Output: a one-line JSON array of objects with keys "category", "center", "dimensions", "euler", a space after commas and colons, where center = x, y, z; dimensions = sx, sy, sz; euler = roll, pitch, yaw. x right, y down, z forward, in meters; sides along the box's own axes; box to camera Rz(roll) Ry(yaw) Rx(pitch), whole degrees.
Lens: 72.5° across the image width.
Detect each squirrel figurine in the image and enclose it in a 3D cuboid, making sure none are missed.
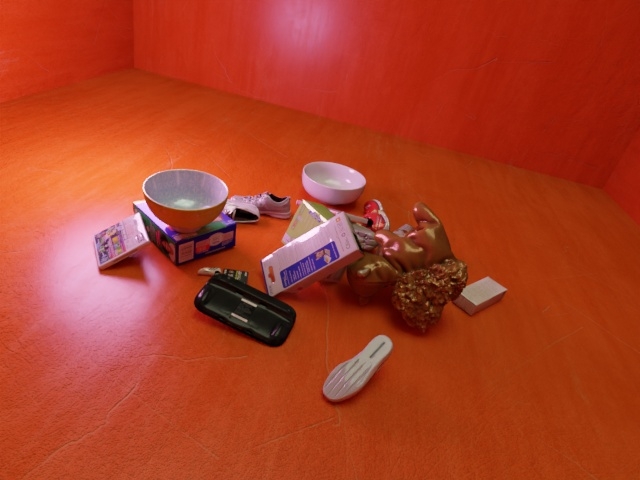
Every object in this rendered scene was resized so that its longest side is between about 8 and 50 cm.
[{"category": "squirrel figurine", "center": [0.299, 0.119, 1.568], "dimensions": [0.371, 0.281, 0.397], "euler": [-21, 51, -17]}]

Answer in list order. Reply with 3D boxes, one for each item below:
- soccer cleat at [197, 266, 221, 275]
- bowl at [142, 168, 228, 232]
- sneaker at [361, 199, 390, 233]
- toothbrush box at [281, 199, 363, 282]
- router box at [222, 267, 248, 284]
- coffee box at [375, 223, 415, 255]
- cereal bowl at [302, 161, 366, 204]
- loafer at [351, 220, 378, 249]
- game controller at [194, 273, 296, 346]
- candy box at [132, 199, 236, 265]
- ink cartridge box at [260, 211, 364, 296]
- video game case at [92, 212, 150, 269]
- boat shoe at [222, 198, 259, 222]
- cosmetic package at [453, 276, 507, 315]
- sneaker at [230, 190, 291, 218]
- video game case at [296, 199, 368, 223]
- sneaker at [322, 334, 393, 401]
[{"category": "soccer cleat", "center": [-0.397, 0.113, 1.566], "dimensions": [0.083, 0.029, 0.035], "euler": [-2, 30, -33]}, {"category": "bowl", "center": [-0.477, -0.121, 1.557], "dimensions": [0.290, 0.156, 0.289], "euler": [9, 34, -6]}, {"category": "sneaker", "center": [0.249, -0.117, 2.133], "dimensions": [0.119, 0.107, 0.279], "euler": [-4, 32, -11]}, {"category": "toothbrush box", "center": [0.000, 0.000, 1.713], "dimensions": [0.122, 0.206, 0.283], "euler": [11, 24, -43]}, {"category": "router box", "center": [-0.304, 0.152, 1.528], "dimensions": [0.092, 0.038, 0.122], "euler": [9, 31, -9]}, {"category": "coffee box", "center": [0.370, 0.028, 1.940], "dimensions": [0.141, 0.098, 0.247], "euler": [31, 35, 26]}, {"category": "cereal bowl", "center": [0.060, -0.282, 2.284], "dimensions": [0.339, 0.141, 0.339], "euler": [11, 30, -6]}, {"category": "loafer", "center": [0.113, -0.038, 1.954], "dimensions": [0.320, 0.112, 0.111], "euler": [24, 14, 20]}, {"category": "game controller", "center": [-0.238, 0.219, 1.402], "dimensions": [0.319, 0.067, 0.166], "euler": [25, 48, 4]}, {"category": "candy box", "center": [-0.529, -0.063, 1.708], "dimensions": [0.317, 0.122, 0.268], "euler": [33, 37, 31]}, {"category": "ink cartridge box", "center": [-0.037, 0.061, 1.544], "dimensions": [0.069, 0.371, 0.175], "euler": [44, 23, -51]}, {"category": "video game case", "center": [-0.709, -0.001, 1.553], "dimensions": [0.184, 0.023, 0.201], "euler": [-30, 45, -11]}, {"category": "boat shoe", "center": [-0.389, -0.126, 1.894], "dimensions": [0.258, 0.095, 0.084], "euler": [0, 29, -19]}, {"category": "cosmetic package", "center": [0.646, 0.222, 1.770], "dimensions": [0.239, 0.060, 0.099], "euler": [-13, 42, -38]}, {"category": "sneaker", "center": [-0.270, -0.184, 2.015], "dimensions": [0.282, 0.115, 0.105], "euler": [7, 31, -11]}, {"category": "video game case", "center": [0.051, -0.132, 2.012], "dimensions": [0.204, 0.025, 0.285], "euler": [10, 7, -44]}, {"category": "sneaker", "center": [0.116, 0.385, 1.273], "dimensions": [0.258, 0.091, 0.094], "euler": [-32, 55, -24]}]
